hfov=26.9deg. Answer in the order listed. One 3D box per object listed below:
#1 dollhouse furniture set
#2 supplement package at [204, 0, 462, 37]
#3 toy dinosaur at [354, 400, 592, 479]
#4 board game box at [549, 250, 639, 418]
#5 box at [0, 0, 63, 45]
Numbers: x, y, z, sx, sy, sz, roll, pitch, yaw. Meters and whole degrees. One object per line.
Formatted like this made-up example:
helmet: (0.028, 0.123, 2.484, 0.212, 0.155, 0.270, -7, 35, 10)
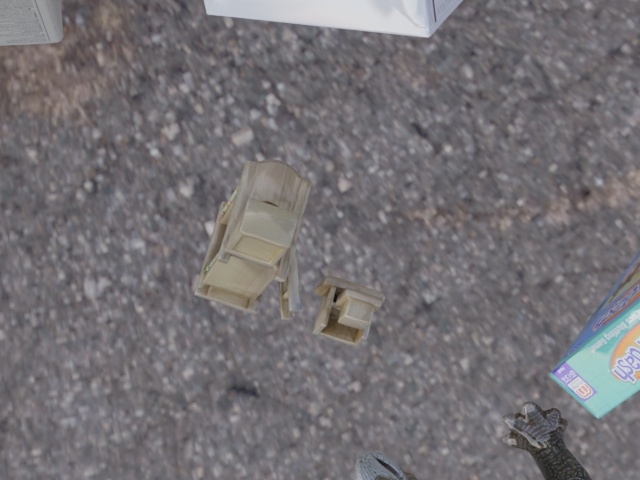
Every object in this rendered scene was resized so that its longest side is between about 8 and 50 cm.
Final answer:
dollhouse furniture set: (0.000, 0.000, 1.118, 0.161, 0.182, 0.101, 19, 68, -10)
supplement package: (0.010, -0.333, 1.322, 0.262, 0.145, 0.204, 11, 130, 28)
toy dinosaur: (0.141, 0.170, 0.599, 0.314, 0.160, 0.121, 22, 124, -7)
board game box: (0.251, 0.006, 0.868, 0.047, 0.210, 0.160, 43, 142, 3)
box: (-0.338, -0.279, 1.325, 0.148, 0.311, 0.121, -4, 88, -9)
